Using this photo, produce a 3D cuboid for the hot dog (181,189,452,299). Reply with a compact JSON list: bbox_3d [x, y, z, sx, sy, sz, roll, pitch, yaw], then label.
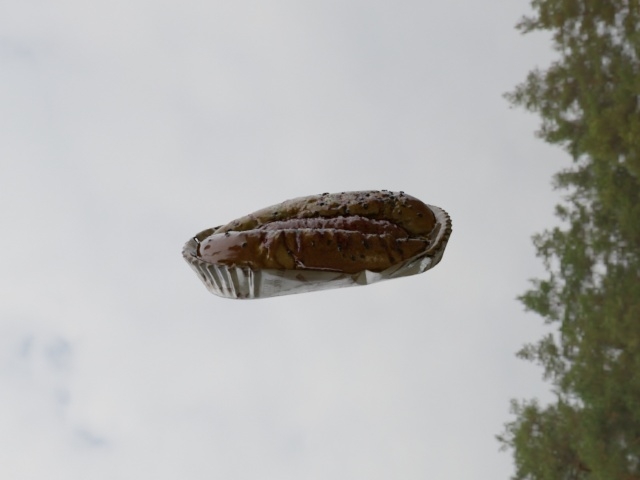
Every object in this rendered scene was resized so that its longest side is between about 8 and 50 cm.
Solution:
[{"bbox_3d":[0.000,0.000,0.511,0.192,0.099,0.053,-5,-68,-10],"label":"hot dog"}]
